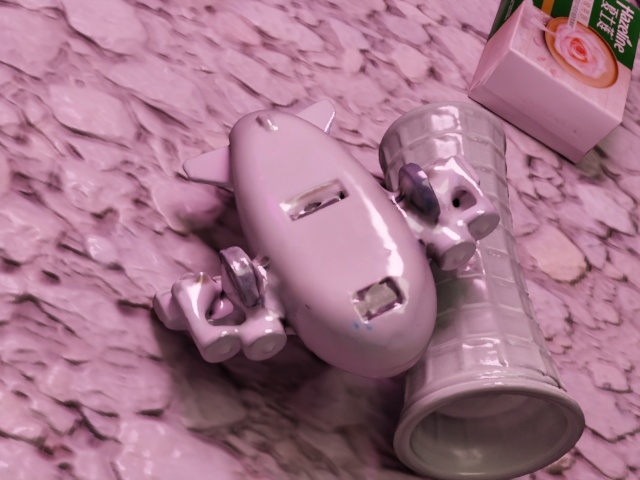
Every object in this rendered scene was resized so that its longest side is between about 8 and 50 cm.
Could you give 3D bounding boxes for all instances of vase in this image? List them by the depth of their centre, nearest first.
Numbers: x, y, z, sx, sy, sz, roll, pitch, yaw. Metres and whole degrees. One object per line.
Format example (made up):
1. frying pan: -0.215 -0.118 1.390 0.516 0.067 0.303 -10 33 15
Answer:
1. vase: 0.116 0.030 1.094 0.143 0.143 0.299 16 47 -23

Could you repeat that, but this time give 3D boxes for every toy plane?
1. toy plane: -0.001 -0.003 1.012 0.267 0.122 0.267 -5 51 6

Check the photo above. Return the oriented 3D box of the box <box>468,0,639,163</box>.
1. box: 0.241 -0.190 1.381 0.135 0.081 0.199 31 48 -10
